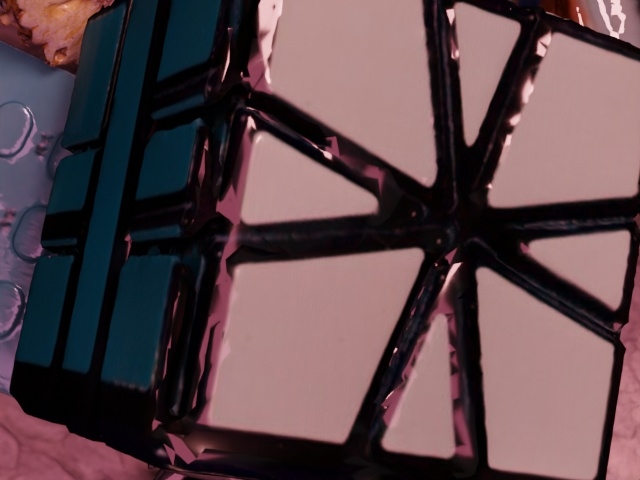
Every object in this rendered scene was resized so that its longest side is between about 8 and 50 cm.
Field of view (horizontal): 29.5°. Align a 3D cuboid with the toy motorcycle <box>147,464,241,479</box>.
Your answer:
[{"bbox_3d":[-0.014,0.131,0.957,0.307,0.108,0.173,-24,95,-14],"label":"toy motorcycle"}]

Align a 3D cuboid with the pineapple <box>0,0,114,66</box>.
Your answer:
[{"bbox_3d":[-0.162,-0.221,0.847,0.176,0.137,0.161,-39,147,-1],"label":"pineapple"}]

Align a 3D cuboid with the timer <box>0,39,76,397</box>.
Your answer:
[{"bbox_3d":[-0.254,-0.030,0.857,0.250,0.091,0.231,24,89,-18],"label":"timer"}]

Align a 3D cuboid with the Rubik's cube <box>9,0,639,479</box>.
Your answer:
[{"bbox_3d":[0.000,0.000,0.748,0.294,0.283,0.288,15,83,-25],"label":"Rubik's cube"}]

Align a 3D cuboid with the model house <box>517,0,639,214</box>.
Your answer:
[{"bbox_3d":[0.229,-0.148,0.916,0.329,0.295,0.251,31,93,6],"label":"model house"}]

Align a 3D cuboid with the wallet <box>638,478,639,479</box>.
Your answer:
[{"bbox_3d":[0.251,0.345,1.108,0.243,0.039,0.133,-44,102,-9],"label":"wallet"}]
